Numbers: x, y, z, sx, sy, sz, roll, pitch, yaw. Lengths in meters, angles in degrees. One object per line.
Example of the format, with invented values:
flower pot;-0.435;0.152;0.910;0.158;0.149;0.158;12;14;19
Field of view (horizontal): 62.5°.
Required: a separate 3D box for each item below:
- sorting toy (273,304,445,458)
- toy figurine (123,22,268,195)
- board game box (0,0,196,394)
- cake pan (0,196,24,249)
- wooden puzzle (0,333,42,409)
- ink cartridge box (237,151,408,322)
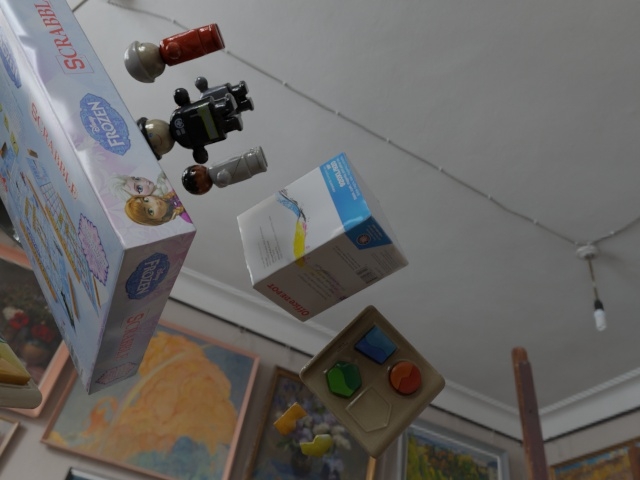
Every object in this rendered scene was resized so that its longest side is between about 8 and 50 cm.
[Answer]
sorting toy;0.072;0.306;1.034;0.229;0.307;0.041;47;-15;6
toy figurine;-0.182;-0.183;0.779;0.148;0.213;0.209;-17;-21;4
board game box;-0.266;-0.038;0.565;0.319;0.066;0.318;57;-40;17
cake pan;-0.507;-0.095;0.849;0.293;0.054;0.293;27;-38;24
wooden puzzle;-0.661;0.218;1.025;0.239;0.044;0.221;45;-6;23
ink cartridge box;0.000;0.000;0.941;0.232;0.168;0.171;-30;-40;12
